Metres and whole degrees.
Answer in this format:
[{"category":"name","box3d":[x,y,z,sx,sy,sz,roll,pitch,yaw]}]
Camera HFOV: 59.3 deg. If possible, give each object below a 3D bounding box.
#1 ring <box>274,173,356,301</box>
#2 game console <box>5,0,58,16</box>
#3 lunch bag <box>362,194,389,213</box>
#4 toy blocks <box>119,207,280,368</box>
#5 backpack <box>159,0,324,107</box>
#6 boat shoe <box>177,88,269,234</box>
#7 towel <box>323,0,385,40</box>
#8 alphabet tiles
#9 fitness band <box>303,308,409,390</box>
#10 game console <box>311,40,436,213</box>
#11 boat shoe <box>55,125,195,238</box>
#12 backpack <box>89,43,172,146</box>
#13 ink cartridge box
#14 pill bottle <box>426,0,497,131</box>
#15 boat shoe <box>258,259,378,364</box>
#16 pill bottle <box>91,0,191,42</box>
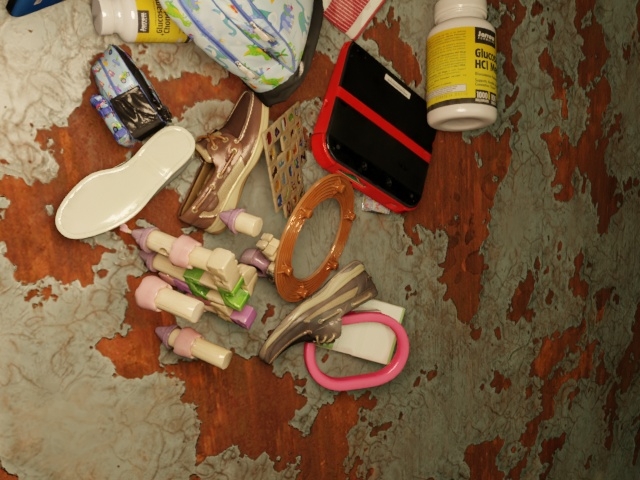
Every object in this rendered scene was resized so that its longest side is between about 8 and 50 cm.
[{"category":"ring","box3d":[0.000,0.000,1.375,0.336,0.032,0.336,-44,148,-37]},{"category":"game console","box3d":[-0.425,-0.515,0.927,0.250,0.293,0.173,-35,115,-24]},{"category":"lunch bag","box3d":[0.157,-0.118,1.546,0.071,0.053,0.083,11,83,-37]},{"category":"toy blocks","box3d":[-0.271,0.064,1.207,0.309,0.260,0.288,-60,157,-29]},{"category":"backpack","box3d":[-0.149,-0.471,1.075,0.355,0.273,0.290,24,70,-36]},{"category":"boat shoe","box3d":[-0.220,-0.187,1.238,0.123,0.123,0.342,21,93,-36]},{"category":"towel","box3d":[0.040,-0.665,1.322,0.329,0.037,0.237,32,103,-33]},{"category":"alphabet tiles","box3d":[-0.075,-0.182,1.330,0.198,0.009,0.237,-57,148,-50]},{"category":"fitness band","box3d":[0.100,0.298,1.526,0.291,0.054,0.209,-5,94,-13]},{"category":"game console","box3d":[0.158,-0.285,1.492,0.386,0.060,0.342,28,68,-35]},{"category":"boat shoe","box3d":[-0.386,-0.107,1.142,0.116,0.099,0.319,46,69,-2]},{"category":"backpack","box3d":[-0.381,-0.282,1.090,0.117,0.158,0.173,-33,103,-5]},{"category":"ink cartridge box","box3d":[0.105,0.239,1.579,0.235,0.056,0.171,17,88,-12]},{"category":"pill bottle","box3d":[0.384,-0.481,1.534,0.188,0.188,0.334,1,87,-35]},{"category":"boat shoe","box3d":[0.003,0.200,1.411,0.355,0.132,0.130,-40,84,-10]},{"category":"pill bottle","box3d":[-0.346,-0.444,1.109,0.184,0.103,0.103,-13,106,-32]}]
